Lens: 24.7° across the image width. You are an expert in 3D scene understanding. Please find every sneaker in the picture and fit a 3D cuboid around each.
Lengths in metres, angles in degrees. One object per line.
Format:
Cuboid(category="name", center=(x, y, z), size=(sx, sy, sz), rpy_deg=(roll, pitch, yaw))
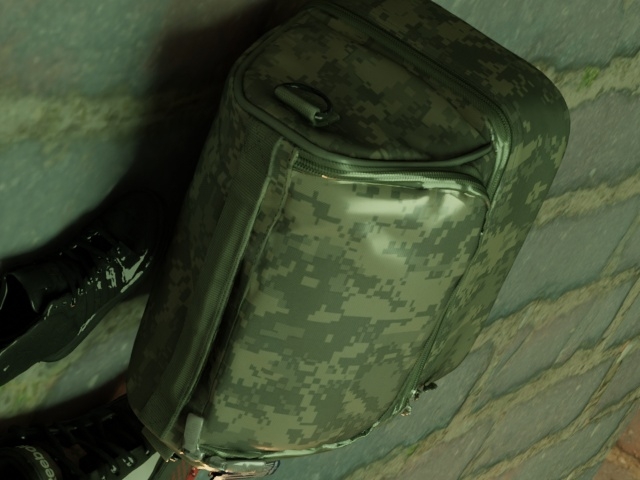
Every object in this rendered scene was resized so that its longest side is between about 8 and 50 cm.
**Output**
Cuboid(category="sneaker", center=(-0.170, 0.031, 0.958), size=(0.170, 0.051, 0.089), rpy_deg=(-51, 161, 4))
Cuboid(category="sneaker", center=(-0.182, 0.179, 1.087), size=(0.276, 0.097, 0.135), rpy_deg=(-36, 154, -31))

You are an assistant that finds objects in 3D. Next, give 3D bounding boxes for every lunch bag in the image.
Cuboid(category="lunch bag", center=(0.000, 0.000, 1.025), size=(0.256, 0.212, 0.305), rpy_deg=(-25, 146, -48))
